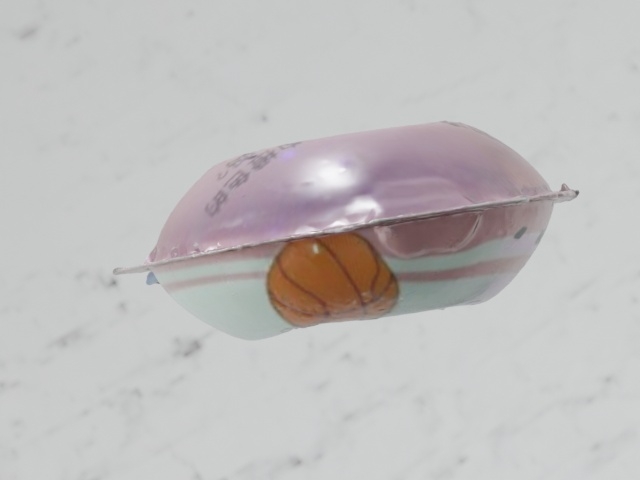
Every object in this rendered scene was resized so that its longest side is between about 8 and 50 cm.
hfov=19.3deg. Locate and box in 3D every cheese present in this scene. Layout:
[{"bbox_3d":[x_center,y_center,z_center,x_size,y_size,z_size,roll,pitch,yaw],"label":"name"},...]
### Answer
[{"bbox_3d":[0.000,0.000,0.784,0.189,0.074,0.286,-8,-3,-20],"label":"cheese"}]
